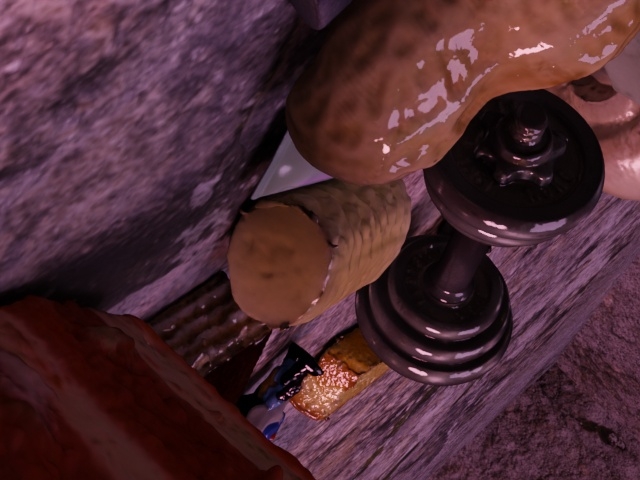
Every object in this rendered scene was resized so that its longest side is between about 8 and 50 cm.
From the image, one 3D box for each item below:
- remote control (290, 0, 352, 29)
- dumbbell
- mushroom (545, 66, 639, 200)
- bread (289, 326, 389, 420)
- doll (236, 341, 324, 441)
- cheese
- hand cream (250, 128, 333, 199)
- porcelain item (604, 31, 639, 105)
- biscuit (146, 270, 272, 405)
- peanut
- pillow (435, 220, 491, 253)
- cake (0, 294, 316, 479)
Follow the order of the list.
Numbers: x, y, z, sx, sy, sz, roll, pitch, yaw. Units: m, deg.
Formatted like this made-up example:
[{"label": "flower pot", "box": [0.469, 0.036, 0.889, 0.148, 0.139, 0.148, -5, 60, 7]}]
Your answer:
[{"label": "remote control", "box": [0.120, -0.281, 0.808, 0.377, 0.044, 0.107, -45, 170, -6]}, {"label": "dumbbell", "box": [0.149, 0.001, 1.318, 0.179, 0.179, 0.406, -37, 161, -30]}, {"label": "mushroom", "box": [0.321, -0.179, 1.330, 0.254, 0.234, 0.260, -22, -132, 46]}, {"label": "bread", "box": [0.043, 0.151, 1.623, 0.187, 0.065, 0.103, -26, 160, -47]}, {"label": "doll", "box": [-0.077, 0.195, 1.416, 0.195, 0.070, 0.096, -49, -165, -4]}, {"label": "cheese", "box": [0.000, 0.000, 1.097, 0.167, 0.093, 0.123, -26, 145, -60]}, {"label": "hand cream", "box": [0.024, -0.079, 1.047, 0.205, 0.050, 0.078, -19, 148, -51]}, {"label": "porcelain item", "box": [0.322, -0.215, 0.979, 0.157, 0.281, 0.286, -37, -158, -19]}, {"label": "biscuit", "box": [-0.125, 0.137, 1.141, 0.106, 0.070, 0.252, -34, 160, -39]}, {"label": "peanut", "box": [0.116, -0.155, 0.881, 0.325, 0.153, 0.140, -39, 176, 9]}, {"label": "pillow", "box": [0.170, -0.001, 1.593, 0.091, 0.055, 0.135, -31, 166, 16]}, {"label": "cake", "box": [-0.174, 0.208, 0.834, 0.270, 0.269, 0.319, -52, 165, 15]}]
